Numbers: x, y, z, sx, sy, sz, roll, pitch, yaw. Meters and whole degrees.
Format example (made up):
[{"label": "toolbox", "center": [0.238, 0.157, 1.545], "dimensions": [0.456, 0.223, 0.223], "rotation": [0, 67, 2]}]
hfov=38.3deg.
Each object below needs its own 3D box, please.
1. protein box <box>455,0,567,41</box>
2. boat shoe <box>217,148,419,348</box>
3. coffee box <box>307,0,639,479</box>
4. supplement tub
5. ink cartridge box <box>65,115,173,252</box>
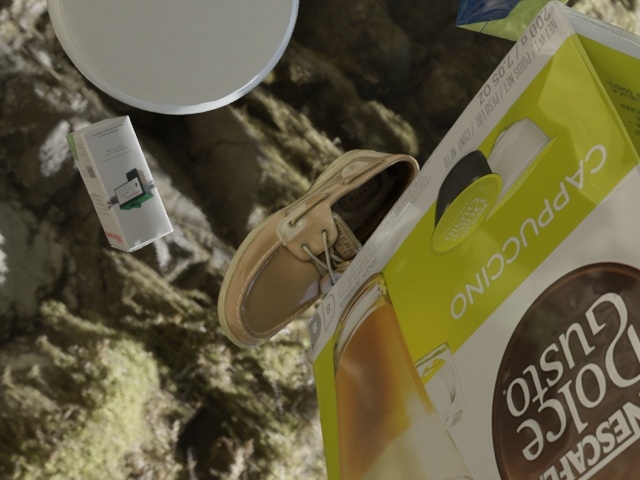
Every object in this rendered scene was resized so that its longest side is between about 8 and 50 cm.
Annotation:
[{"label": "protein box", "center": [0.328, -0.468, 1.517], "dimensions": [0.200, 0.135, 0.201], "rotation": [129, -27, -74]}, {"label": "boat shoe", "center": [0.000, 0.000, 1.195], "dimensions": [0.110, 0.122, 0.341], "rotation": [3, -132, 54]}, {"label": "coffee box", "center": [0.227, 0.116, 0.601], "dimensions": [0.338, 0.338, 0.334], "rotation": [-56, -151, 37]}, {"label": "supplement tub", "center": [-0.144, -0.246, 0.896], "dimensions": [0.228, 0.228, 0.316], "rotation": [-45, -161, 3]}, {"label": "ink cartridge box", "center": [-0.358, -0.101, 1.638], "dimensions": [0.092, 0.220, 0.160], "rotation": [-25, -165, -21]}]
